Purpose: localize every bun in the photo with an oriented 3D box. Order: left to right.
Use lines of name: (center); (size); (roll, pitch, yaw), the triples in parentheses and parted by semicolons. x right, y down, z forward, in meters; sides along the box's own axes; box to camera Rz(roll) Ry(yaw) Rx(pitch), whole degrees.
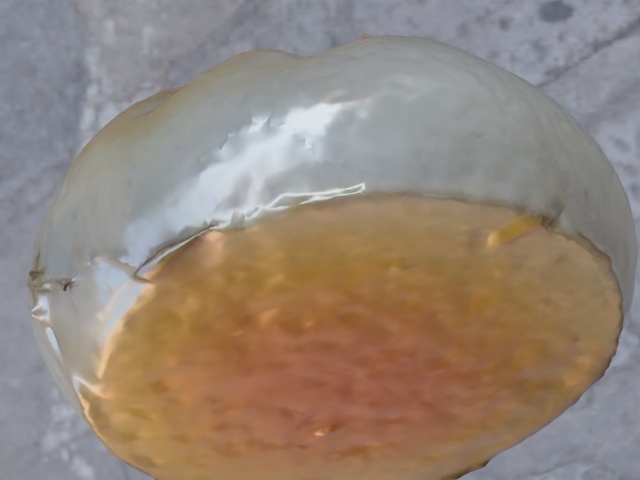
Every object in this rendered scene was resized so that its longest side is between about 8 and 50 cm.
bun: (0.000, 0.000, 0.775); (0.299, 0.298, 0.165); (-46, 41, 37)
